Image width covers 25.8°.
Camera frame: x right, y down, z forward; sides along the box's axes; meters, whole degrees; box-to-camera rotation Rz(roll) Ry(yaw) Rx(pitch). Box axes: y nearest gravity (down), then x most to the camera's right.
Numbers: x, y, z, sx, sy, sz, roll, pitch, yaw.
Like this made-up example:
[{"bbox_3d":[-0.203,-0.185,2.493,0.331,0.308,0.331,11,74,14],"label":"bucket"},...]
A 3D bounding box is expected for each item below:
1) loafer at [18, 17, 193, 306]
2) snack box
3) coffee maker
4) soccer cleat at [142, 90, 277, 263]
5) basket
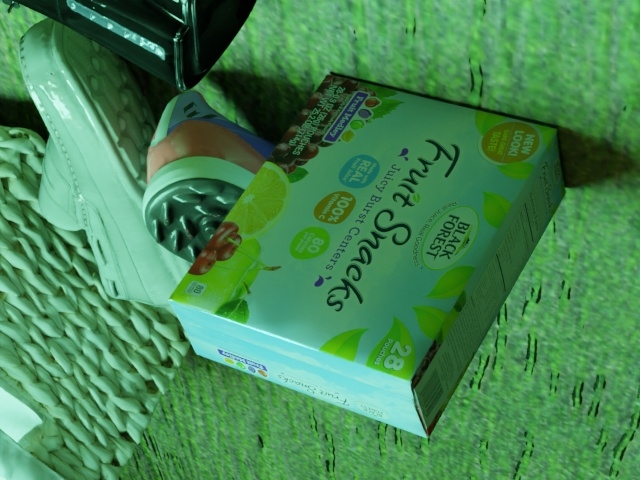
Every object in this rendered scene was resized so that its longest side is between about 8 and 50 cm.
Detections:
[{"bbox_3d":[-0.176,-0.046,1.109,0.112,0.112,0.319,-10,140,9],"label":"loafer"},{"bbox_3d":[0.034,0.002,0.886,0.175,0.207,0.070,18,149,28],"label":"snack box"},{"bbox_3d":[-0.129,-0.182,0.886,0.178,0.120,0.171,29,175,10],"label":"coffee maker"},{"bbox_3d":[0.000,0.000,1.060,0.109,0.116,0.318,-34,131,31],"label":"soccer cleat"},{"bbox_3d":[-0.344,0.071,1.294,0.331,0.266,0.328,10,151,39],"label":"basket"}]
